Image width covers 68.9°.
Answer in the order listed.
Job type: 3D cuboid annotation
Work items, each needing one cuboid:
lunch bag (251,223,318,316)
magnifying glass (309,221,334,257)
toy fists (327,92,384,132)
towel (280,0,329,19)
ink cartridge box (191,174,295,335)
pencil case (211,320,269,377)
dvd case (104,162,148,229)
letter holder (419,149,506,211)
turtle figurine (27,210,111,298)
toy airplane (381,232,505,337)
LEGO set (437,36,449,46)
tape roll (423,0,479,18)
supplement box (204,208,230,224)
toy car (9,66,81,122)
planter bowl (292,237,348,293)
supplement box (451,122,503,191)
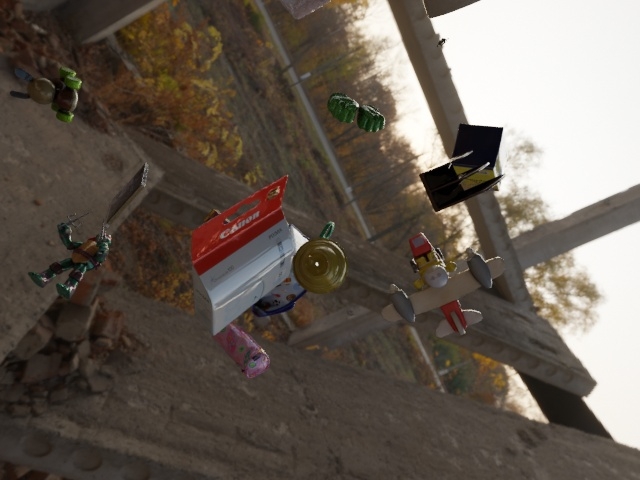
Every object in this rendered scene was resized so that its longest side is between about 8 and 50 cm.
[{"bbox_3d":[-0.194,0.172,2.336,0.239,0.385,0.328,41,17,-23],"label":"lunch bag"},{"bbox_3d":[0.000,0.000,2.190,0.026,0.231,0.092,29,-33,18],"label":"magnifying glass"},{"bbox_3d":[0.161,-0.570,2.089,0.279,0.096,0.142,17,43,-19],"label":"toy fists"},{"bbox_3d":[-0.031,-0.887,1.491,0.317,0.331,0.054,29,55,-52],"label":"towel"},{"bbox_3d":[-0.189,0.045,1.236,0.091,0.308,0.385,40,-37,18],"label":"ink cartridge box"},{"bbox_3d":[-0.323,0.425,1.858,0.284,0.124,0.124,35,-14,40],"label":"pencil case"},{"bbox_3d":[-0.681,-0.158,1.637,0.018,0.221,0.165,36,21,-33],"label":"dvd case"},{"bbox_3d":[0.538,-0.243,1.722,0.302,0.214,0.152,-29,95,-51],"label":"letter holder"},{"bbox_3d":[-0.596,0.031,1.174,0.118,0.175,0.234,76,31,-43],"label":"turtle figurine"},{"bbox_3d":[0.461,0.184,1.797,0.384,0.386,0.272,20,-9,24],"label":"toy airplane"},{"bbox_3d":[0.499,-0.815,1.907,0.023,0.054,0.083,48,7,-15],"label":"LEGO set"},{"bbox_3d":[0.464,-0.709,1.238,0.392,0.391,0.072,-95,160,-66],"label":"tape roll"},{"bbox_3d":[-0.277,-0.045,1.305,0.083,0.043,0.055,42,0,-3],"label":"supplement box"},{"bbox_3d":[-0.936,-0.511,1.581,0.188,0.155,0.149,2,34,-46],"label":"toy car"},{"bbox_3d":[-0.007,0.091,1.755,0.090,0.217,0.217,46,21,-79],"label":"planter bowl"},{"bbox_3d":[0.746,-0.379,2.180,0.356,0.195,0.194,25,78,-63],"label":"supplement box"}]
